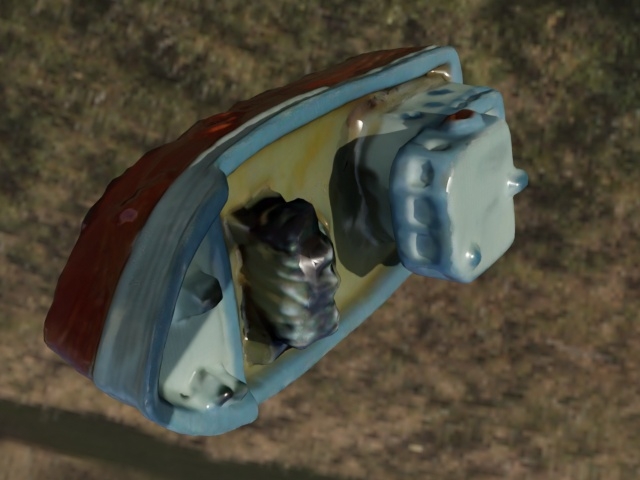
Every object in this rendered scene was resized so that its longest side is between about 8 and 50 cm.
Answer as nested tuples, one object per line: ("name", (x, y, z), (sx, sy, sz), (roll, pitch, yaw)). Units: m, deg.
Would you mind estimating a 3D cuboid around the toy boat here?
("toy boat", (0.000, 0.000, 0.752), (0.133, 0.332, 0.145), (11, 120, 35))
